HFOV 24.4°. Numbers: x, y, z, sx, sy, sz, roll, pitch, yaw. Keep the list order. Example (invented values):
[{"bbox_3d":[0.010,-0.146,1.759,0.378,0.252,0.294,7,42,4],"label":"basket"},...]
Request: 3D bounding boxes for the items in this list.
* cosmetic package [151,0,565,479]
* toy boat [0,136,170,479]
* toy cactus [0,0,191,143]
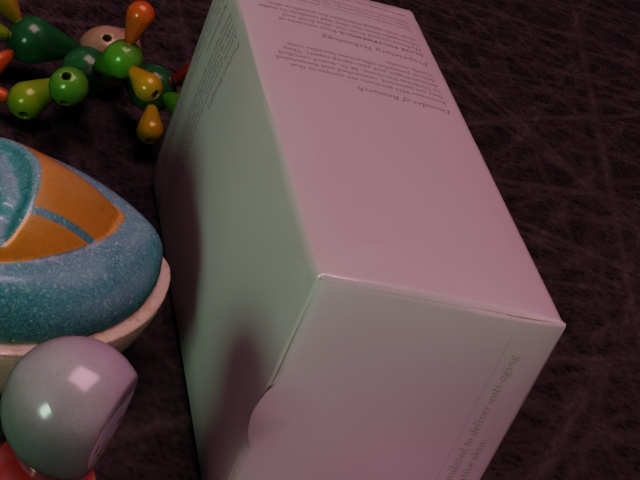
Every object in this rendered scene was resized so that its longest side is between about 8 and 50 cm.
[{"bbox_3d":[0.000,0.000,0.943,0.155,0.197,0.365,11,34,-21],"label":"cosmetic package"},{"bbox_3d":[-0.180,0.033,0.802,0.267,0.148,0.318,4,36,-33],"label":"toy boat"},{"bbox_3d":[-0.179,-0.146,1.143,0.219,0.112,0.180,11,17,4],"label":"toy cactus"}]
